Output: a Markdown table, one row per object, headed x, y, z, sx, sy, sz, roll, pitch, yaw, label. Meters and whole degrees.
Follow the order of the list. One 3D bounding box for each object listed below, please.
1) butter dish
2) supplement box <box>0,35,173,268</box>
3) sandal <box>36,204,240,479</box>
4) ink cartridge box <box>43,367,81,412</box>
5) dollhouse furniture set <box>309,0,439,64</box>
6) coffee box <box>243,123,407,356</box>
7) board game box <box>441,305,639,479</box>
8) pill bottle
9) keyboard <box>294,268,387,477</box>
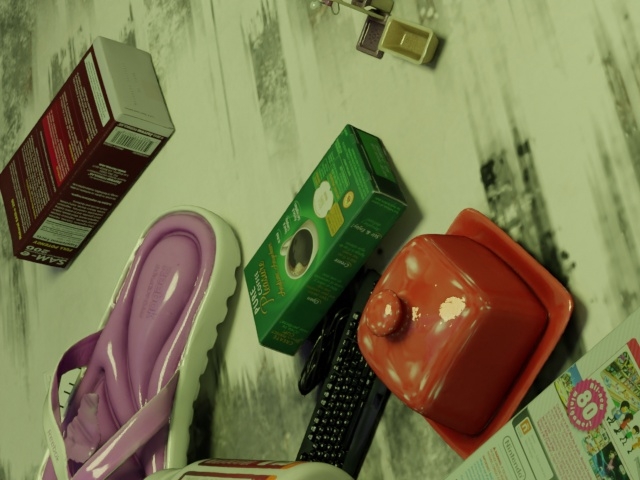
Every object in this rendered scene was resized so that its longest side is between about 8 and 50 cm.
| x | y | z | sx | sy | sz | roll | pitch | yaw | label |
| --- | --- | --- | --- | --- | --- | --- | --- | --- | --- |
| 0.085 | 0.064 | 1.129 | 0.160 | 0.118 | 0.160 | 48 | 116 | 47 | butter dish |
| -0.267 | -0.095 | 1.655 | 0.239 | 0.073 | 0.130 | -47 | 45 | 30 | supplement box |
| -0.200 | 0.151 | 1.398 | 0.169 | 0.102 | 0.416 | 1 | 68 | 35 | sandal |
| -0.210 | 0.208 | 1.477 | 0.097 | 0.046 | 0.207 | -24 | 55 | 9 | ink cartridge box |
| 0.051 | -0.206 | 1.288 | 0.114 | 0.081 | 0.091 | 31 | 103 | 51 | dollhouse furniture set |
| 0.000 | 0.000 | 1.303 | 0.184 | 0.040 | 0.113 | -54 | 30 | 24 | coffee box |
| 0.220 | 0.180 | 0.944 | 0.303 | 0.097 | 0.224 | -47 | 47 | 33 | board game box |
| -0.067 | 0.246 | 1.256 | 0.221 | 0.121 | 0.121 | -9 | 72 | 51 | pill bottle |
| 0.014 | 0.118 | 1.266 | 0.100 | 0.038 | 0.192 | 29 | 100 | 51 | keyboard |
